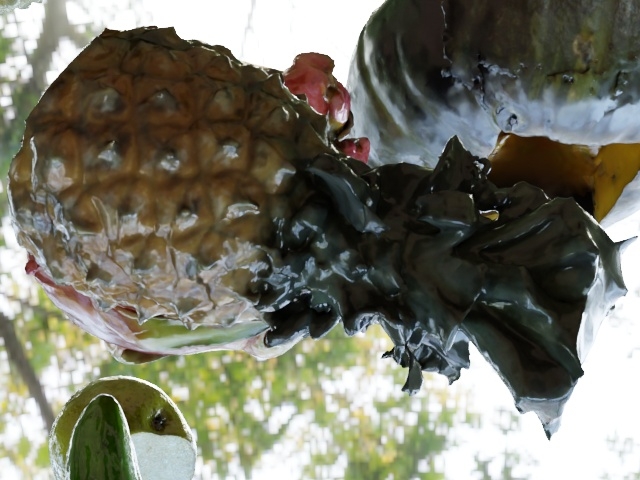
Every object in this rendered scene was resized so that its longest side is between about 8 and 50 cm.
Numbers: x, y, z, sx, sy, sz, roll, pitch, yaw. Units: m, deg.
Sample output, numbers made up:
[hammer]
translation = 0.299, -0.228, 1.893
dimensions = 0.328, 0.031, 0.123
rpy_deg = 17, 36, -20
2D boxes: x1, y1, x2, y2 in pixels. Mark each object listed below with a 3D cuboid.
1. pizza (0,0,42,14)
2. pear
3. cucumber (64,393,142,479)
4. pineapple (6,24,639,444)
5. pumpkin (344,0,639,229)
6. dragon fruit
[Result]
[pizza]
translation = -0.163, -0.275, 0.807
dimensions = 0.087, 0.258, 0.268
rpy_deg = -22, -163, 37
[pear]
translation = -0.190, 0.186, 1.417
dimensions = 0.141, 0.141, 0.104
rpy_deg = -11, -132, -12
[cucumber]
translation = -0.118, 0.216, 0.915
dimensions = 0.056, 0.056, 0.250
rpy_deg = -12, -110, -13
[pineapple]
translation = 0.000, -0.001, 0.617
dimensions = 0.248, 0.128, 0.128
rpy_deg = 21, -139, 13
[pumpkin]
translation = 0.172, -0.119, 1.227
dimensions = 0.320, 0.320, 0.192
rpy_deg = -7, -121, -7
[dragon fruit]
translation = -0.080, -0.024, 0.991
dimensions = 0.227, 0.224, 0.224
rpy_deg = -7, -145, 9
